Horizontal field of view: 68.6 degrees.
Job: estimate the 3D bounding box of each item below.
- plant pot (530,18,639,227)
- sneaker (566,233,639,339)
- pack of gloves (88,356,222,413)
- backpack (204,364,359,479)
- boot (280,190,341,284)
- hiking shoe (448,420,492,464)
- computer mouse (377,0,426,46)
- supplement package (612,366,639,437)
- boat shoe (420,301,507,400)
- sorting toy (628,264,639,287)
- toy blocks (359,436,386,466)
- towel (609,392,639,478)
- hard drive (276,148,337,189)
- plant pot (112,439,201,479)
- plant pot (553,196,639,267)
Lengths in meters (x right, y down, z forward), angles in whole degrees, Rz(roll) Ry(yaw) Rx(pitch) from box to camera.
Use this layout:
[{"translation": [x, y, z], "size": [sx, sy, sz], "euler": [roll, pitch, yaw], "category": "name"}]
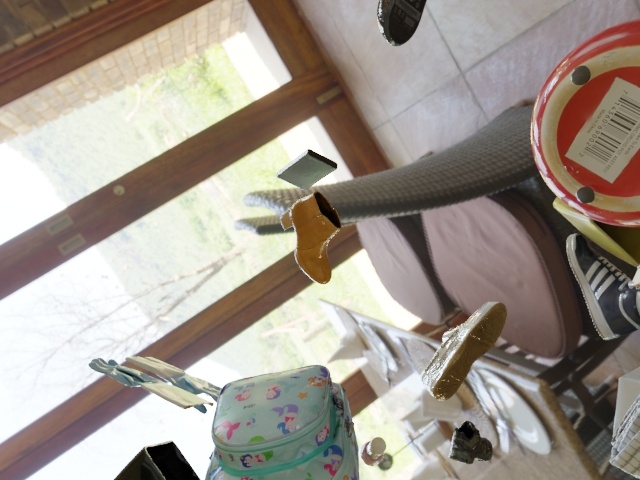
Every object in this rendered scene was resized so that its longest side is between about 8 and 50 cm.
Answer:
[{"translation": [0.307, -0.107, 0.425], "size": [0.191, 0.174, 0.191], "euler": [26, 127, 40], "category": "plant pot"}, {"translation": [0.736, 0.092, 1.173], "size": [0.153, 0.099, 0.282], "euler": [-33, 57, 44], "category": "sneaker"}, {"translation": [-0.273, 0.258, 0.811], "size": [0.232, 0.046, 0.195], "euler": [14, 172, 23], "category": "pack of gloves"}, {"translation": [-0.055, 0.314, 0.682], "size": [0.253, 0.225, 0.191], "euler": [-91, -12, -67], "category": "backpack"}, {"translation": [0.000, -0.001, 1.512], "size": [0.211, 0.104, 0.295], "euler": [-23, 100, 49], "category": "boot"}, {"translation": [0.488, 0.634, 1.490], "size": [0.086, 0.114, 0.227], "euler": [2, 171, 41], "category": "hiking shoe"}, {"translation": [0.211, -0.602, 1.121], "size": [0.188, 0.272, 0.072], "euler": [15, -166, -46], "category": "computer mouse"}, {"translation": [0.812, 0.390, 1.067], "size": [0.194, 0.203, 0.149], "euler": [8, 97, 50], "category": "supplement package"}, {"translation": [0.338, 0.250, 1.141], "size": [0.098, 0.277, 0.096], "euler": [42, 176, -29], "category": "boat shoe"}, {"translation": [0.683, 0.066, 0.945], "size": [0.045, 0.075, 0.083], "euler": [-75, 0, -75], "category": "sorting toy"}, {"translation": [0.015, 0.673, 1.248], "size": [0.260, 0.309, 0.289], "euler": [98, 176, -56], "category": "toy blocks"}, {"translation": [0.674, 0.325, 0.797], "size": [0.235, 0.121, 0.284], "euler": [28, 121, 27], "category": "towel"}, {"translation": [-0.035, -0.179, 1.192], "size": [0.094, 0.022, 0.135], "euler": [22, 148, -32], "category": "hard drive"}, {"translation": [-0.268, 0.451, 0.735], "size": [0.187, 0.167, 0.188], "euler": [48, 164, 13], "category": "plant pot"}, {"translation": [0.708, -0.091, 1.139], "size": [0.212, 0.212, 0.187], "euler": [35, -178, -18], "category": "plant pot"}]
